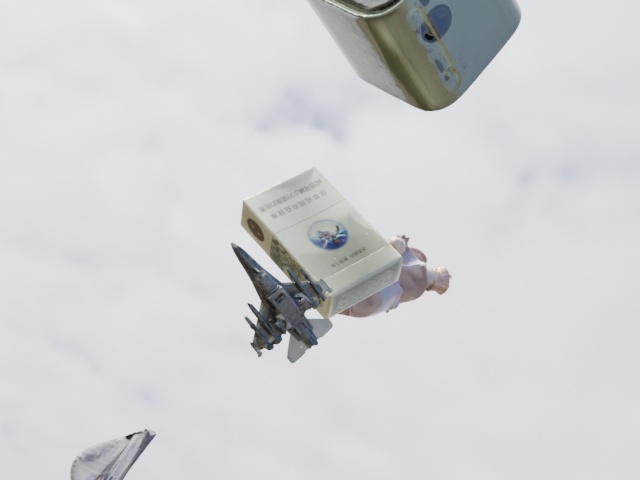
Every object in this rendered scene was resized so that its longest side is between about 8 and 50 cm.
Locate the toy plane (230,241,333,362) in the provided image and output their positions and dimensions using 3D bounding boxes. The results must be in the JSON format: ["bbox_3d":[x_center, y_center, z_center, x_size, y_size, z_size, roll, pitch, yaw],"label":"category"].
[{"bbox_3d":[-0.063,0.095,2.012,0.082,0.160,0.234,31,-20,55],"label":"toy plane"}]

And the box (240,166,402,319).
[{"bbox_3d":[0.000,0.000,2.256,0.256,0.164,0.069,47,-31,28],"label":"box"}]

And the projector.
[{"bbox_3d":[0.140,-0.392,2.055,0.248,0.249,0.249,34,-10,40],"label":"projector"}]

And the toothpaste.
[{"bbox_3d":[-0.276,0.296,1.674,0.068,0.099,0.282,8,-13,-20],"label":"toothpaste"}]

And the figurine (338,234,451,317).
[{"bbox_3d":[0.114,0.071,2.399,0.200,0.276,0.133,-44,-117,44],"label":"figurine"}]
